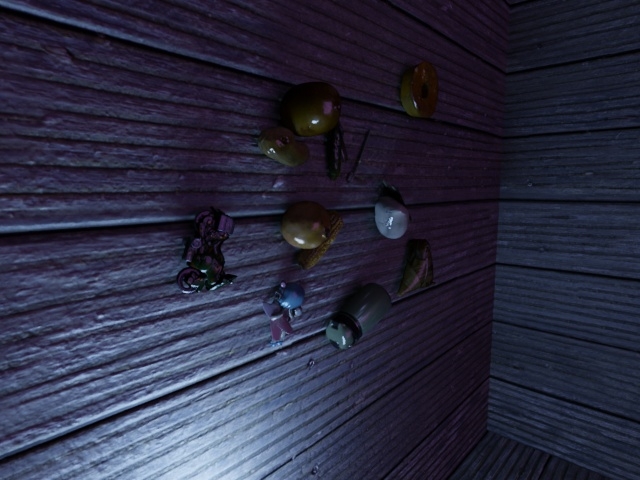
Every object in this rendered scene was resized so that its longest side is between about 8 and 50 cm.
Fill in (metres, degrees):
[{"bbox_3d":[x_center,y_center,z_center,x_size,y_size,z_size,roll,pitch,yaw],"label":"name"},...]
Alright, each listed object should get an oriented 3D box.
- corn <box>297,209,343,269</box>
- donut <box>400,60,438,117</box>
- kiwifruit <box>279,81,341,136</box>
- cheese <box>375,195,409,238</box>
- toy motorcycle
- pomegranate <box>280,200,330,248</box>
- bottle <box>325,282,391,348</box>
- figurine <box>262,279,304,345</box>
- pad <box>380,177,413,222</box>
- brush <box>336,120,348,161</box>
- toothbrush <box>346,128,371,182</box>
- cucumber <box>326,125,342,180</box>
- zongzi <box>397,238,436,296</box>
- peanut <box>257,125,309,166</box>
[{"bbox_3d":[0.000,0.000,1.643,0.292,0.101,0.101,-56,131,-29],"label":"corn"},{"bbox_3d":[0.511,-0.776,2.105,0.277,0.108,0.278,-9,102,-47],"label":"donut"},{"bbox_3d":[-0.030,-0.469,1.449,0.195,0.233,0.196,-15,111,-47],"label":"kiwifruit"},{"bbox_3d":[0.348,-0.107,1.958,0.154,0.198,0.189,-2,115,-14],"label":"cheese"},{"bbox_3d":[-0.334,0.039,1.264,0.187,0.124,0.275,19,80,-38],"label":"toy motorcycle"},{"bbox_3d":[-0.053,-0.060,1.514,0.191,0.191,0.192,-8,101,-47],"label":"pomegranate"},{"bbox_3d":[0.167,0.347,1.831,0.347,0.168,0.169,-37,121,-35],"label":"bottle"},{"bbox_3d":[-0.118,0.280,1.547,0.205,0.102,0.261,11,97,-46],"label":"figurine"},{"bbox_3d":[0.379,-0.199,2.008,0.003,0.158,0.235,-37,127,-5],"label":"pad"},{"bbox_3d":[0.095,-0.434,1.746,0.034,0.027,0.191,-35,121,-38],"label":"brush"},{"bbox_3d":[0.182,-0.389,1.851,0.028,0.026,0.295,35,69,-28],"label":"toothbrush"},{"bbox_3d":[0.059,-0.364,1.691,0.069,0.069,0.228,-16,110,-46],"label":"cucumber"},{"bbox_3d":[0.499,0.147,2.207,0.288,0.134,0.286,-16,100,-38],"label":"zongzi"},{"bbox_3d":[-0.123,-0.336,1.456,0.236,0.110,0.120,10,79,-50],"label":"peanut"}]
